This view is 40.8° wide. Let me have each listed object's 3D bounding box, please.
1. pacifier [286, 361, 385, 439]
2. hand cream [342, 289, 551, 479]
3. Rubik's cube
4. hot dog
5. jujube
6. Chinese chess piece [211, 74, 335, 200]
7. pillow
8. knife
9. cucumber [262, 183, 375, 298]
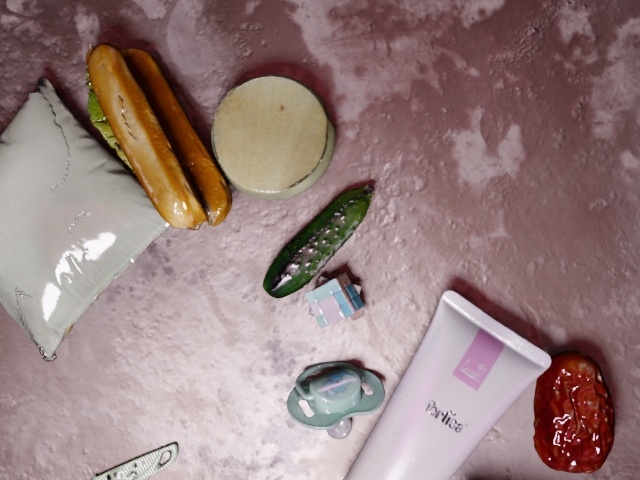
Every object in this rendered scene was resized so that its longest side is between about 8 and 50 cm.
[{"bbox_3d":[0.021,0.248,1.296,0.150,0.127,0.116,-22,130,-23],"label":"pacifier"},{"bbox_3d":[0.166,0.269,1.262,0.185,0.118,0.359,34,94,6],"label":"hand cream"},{"bbox_3d":[0.022,0.089,1.299,0.084,0.073,0.075,-10,98,27],"label":"Rubik's cube"},{"bbox_3d":[-0.251,-0.157,1.269,0.100,0.135,0.337,-40,75,32],"label":"hot dog"},{"bbox_3d":[0.371,0.252,1.263,0.112,0.109,0.176,2,87,-32],"label":"jujube"},{"bbox_3d":[-0.071,-0.154,1.295,0.188,0.083,0.188,0,89,6],"label":"Chinese chess piece"},{"bbox_3d":[-0.412,-0.031,1.291,0.312,0.119,0.310,43,93,3],"label":"pillow"},{"bbox_3d":[-0.351,0.390,1.344,0.293,0.020,0.043,-26,88,2],"label":"knife"},{"bbox_3d":[0.000,0.000,1.301,0.069,0.069,0.227,44,88,2],"label":"cucumber"}]
